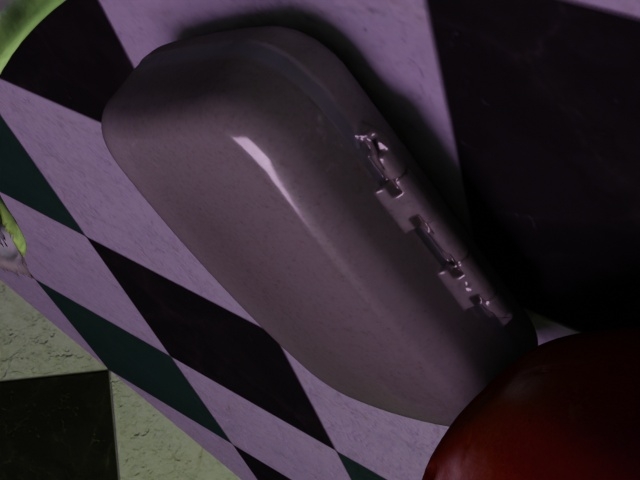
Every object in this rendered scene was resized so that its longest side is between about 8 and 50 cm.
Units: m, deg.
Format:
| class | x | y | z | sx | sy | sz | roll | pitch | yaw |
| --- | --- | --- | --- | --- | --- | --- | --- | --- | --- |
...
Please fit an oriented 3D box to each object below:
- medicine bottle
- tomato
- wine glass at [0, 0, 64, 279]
| class | x | y | z | sx | sy | sz | roll | pitch | yaw |
| --- | --- | --- | --- | --- | --- | --- | --- | --- | --- |
| medicine bottle | 0.000 | 0.000 | 0.846 | 0.282 | 0.123 | 0.375 | 8 | 144 | 54 |
| tomato | 0.193 | 0.185 | 0.718 | 0.226 | 0.299 | 0.298 | 40 | 158 | 3 |
| wine glass | -0.078 | -0.144 | 0.423 | 0.143 | 0.321 | 0.143 | 32 | 163 | 11 |
